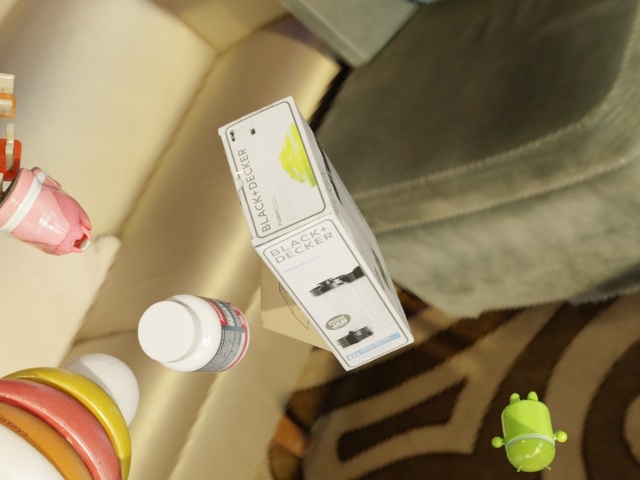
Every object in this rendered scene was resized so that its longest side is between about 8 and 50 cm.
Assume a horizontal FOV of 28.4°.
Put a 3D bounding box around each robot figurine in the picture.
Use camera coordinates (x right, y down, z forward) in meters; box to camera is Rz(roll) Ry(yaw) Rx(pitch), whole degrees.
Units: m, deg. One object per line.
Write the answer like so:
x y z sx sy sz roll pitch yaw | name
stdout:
0.284 0.265 1.734 0.101 0.067 0.115 -5 48 4 | robot figurine

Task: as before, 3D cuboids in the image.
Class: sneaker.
-0.394 -0.023 1.822 0.116 0.136 0.314 -55 8 -1 | sneaker

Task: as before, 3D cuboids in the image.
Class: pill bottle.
-0.176 0.129 1.747 0.108 0.108 0.180 -47 -16 7 | pill bottle

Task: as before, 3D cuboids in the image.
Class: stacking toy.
-0.329 0.266 1.490 0.351 0.350 0.480 -37 4 25 | stacking toy

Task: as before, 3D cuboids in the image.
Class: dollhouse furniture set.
-0.628 -0.141 2.093 0.135 0.259 0.262 112 159 -57 | dollhouse furniture set

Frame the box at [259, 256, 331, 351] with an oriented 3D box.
-0.007 0.075 1.818 0.201 0.164 0.021 17 25 37 | box

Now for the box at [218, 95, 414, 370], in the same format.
0.000 0.000 1.369 0.087 0.290 0.169 -24 53 8 | box
